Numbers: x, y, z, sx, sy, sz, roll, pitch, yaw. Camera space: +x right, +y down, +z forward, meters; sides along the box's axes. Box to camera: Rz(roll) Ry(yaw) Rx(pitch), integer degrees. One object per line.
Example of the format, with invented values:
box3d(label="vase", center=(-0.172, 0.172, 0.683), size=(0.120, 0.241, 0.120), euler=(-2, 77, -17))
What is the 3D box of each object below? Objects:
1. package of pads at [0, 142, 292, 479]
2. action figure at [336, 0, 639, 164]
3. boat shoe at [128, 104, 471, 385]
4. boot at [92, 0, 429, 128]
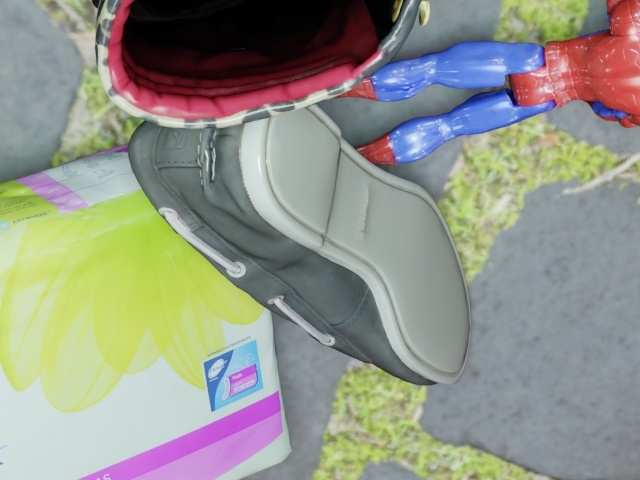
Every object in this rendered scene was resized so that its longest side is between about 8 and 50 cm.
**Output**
box3d(label="package of pads", center=(-0.167, 0.073, 1.032), size=(0.296, 0.101, 0.229), euler=(-21, 116, -31))
box3d(label="action figure", center=(0.130, -0.116, 1.067), size=(0.280, 0.139, 0.091), euler=(-7, 117, 21))
box3d(label="boat shoe", center=(0.000, 0.000, 1.042), size=(0.095, 0.112, 0.335), euler=(1, 156, 28))
box3d(label="boot", center=(0.030, -0.199, 0.909), size=(0.377, 0.284, 0.138), euler=(-25, 112, 5))
